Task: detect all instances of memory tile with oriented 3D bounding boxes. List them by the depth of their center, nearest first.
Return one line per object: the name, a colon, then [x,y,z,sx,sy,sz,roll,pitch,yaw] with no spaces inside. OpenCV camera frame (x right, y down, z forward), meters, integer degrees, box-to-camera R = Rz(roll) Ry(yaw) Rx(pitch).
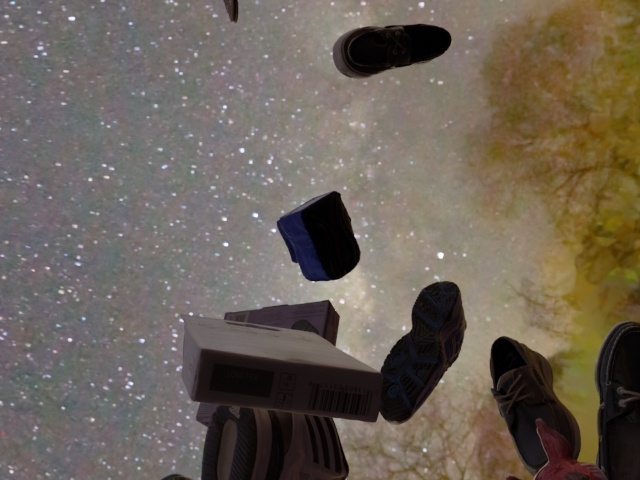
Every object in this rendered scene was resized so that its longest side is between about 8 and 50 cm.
memory tile: [-0.142,-0.417,0.936,0.012,0.148,0.113,-2,-51,-17]

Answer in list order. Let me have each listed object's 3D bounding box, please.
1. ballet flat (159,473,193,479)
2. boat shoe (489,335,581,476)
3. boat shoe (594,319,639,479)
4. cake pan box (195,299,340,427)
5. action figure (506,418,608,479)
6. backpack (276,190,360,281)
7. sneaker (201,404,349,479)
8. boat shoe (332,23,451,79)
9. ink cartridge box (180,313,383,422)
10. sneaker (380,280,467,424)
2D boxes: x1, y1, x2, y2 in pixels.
ballet flat: [-0.491,0.752,1.424,0.483,0.182,0.164,-34,-50,2]
boat shoe: [0.393,0.316,1.174,0.132,0.130,0.355,-48,11,19]
boat shoe: [0.481,0.274,0.913,0.091,0.114,0.303,29,-117,-74]
cake pan box: [-0.105,0.249,1.191,0.070,0.267,0.246,58,-149,-42]
action figure: [0.226,0.280,0.434,0.370,0.248,0.276,63,175,-6]
backpack: [0.000,0.000,0.896,0.098,0.101,0.120,-33,-78,-35]
sneaker: [-0.076,0.464,0.963,0.257,0.169,0.447,10,-81,-40]
boat shoe: [0.073,-0.192,0.588,0.142,0.040,0.049,-21,-80,-37]
ink cartridge box: [-0.060,0.135,0.669,0.189,0.232,0.066,11,-96,-18]
sneaker: [0.143,0.153,0.777,0.211,0.080,0.081,-54,-53,-31]
